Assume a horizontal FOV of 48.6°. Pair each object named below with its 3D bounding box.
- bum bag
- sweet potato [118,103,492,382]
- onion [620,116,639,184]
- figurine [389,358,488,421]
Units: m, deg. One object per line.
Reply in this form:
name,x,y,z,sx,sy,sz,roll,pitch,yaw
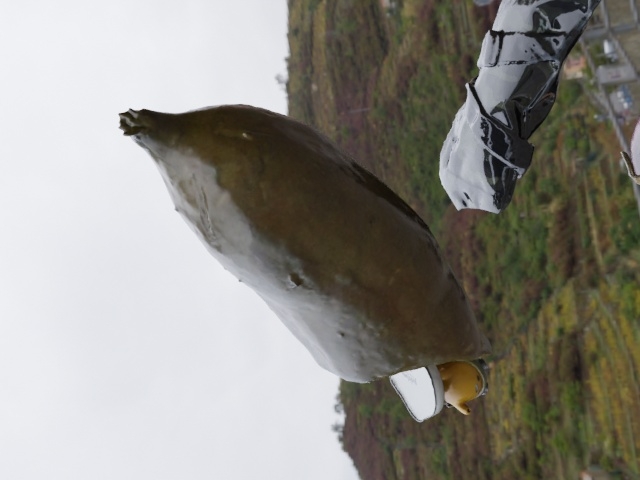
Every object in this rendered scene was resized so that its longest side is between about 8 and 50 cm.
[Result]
bum bag,0.218,-0.176,0.799,0.144,0.095,0.340,-113,36,-54
sweet potato,0.000,0.000,0.584,0.369,0.158,0.157,49,-147,-29
onion,0.464,-0.101,0.868,0.153,0.177,0.177,-53,-28,-6
figurine,0.226,0.241,1.359,0.250,0.141,0.166,-137,37,-66
